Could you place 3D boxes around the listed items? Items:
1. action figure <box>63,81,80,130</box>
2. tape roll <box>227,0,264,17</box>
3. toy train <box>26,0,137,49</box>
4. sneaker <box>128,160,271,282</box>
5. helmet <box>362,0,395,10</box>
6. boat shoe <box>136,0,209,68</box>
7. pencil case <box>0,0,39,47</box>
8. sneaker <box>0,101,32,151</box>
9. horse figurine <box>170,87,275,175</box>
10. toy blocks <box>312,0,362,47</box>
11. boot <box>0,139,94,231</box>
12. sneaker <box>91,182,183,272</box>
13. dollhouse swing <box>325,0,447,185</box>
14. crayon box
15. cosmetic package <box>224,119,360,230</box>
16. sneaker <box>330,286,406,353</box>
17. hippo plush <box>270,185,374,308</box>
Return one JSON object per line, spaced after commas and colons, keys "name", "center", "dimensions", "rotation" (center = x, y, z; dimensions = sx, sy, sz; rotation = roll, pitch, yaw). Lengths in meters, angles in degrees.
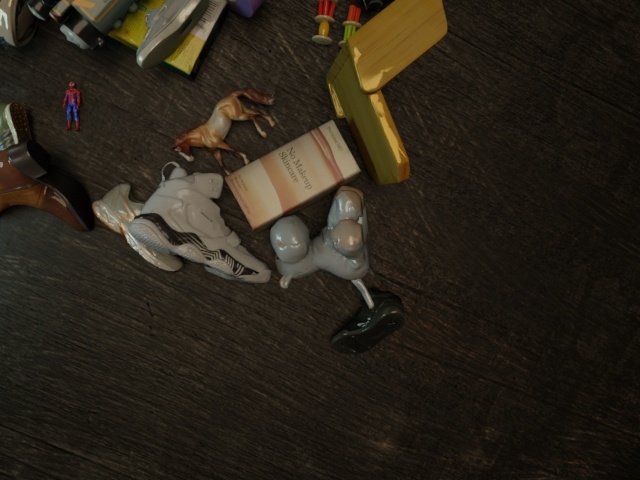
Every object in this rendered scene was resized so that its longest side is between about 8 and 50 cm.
{"name": "action figure", "center": [-0.601, -0.326, 1.254], "dimensions": [0.038, 0.030, 0.115], "rotation": [1, 92, -2]}
{"name": "tape roll", "center": [-0.229, -0.636, 1.154], "dimensions": [0.274, 0.275, 0.090], "rotation": [40, 90, -8]}
{"name": "toy train", "center": [-0.469, -0.578, 1.121], "dimensions": [0.190, 0.142, 0.334], "rotation": [42, 88, -18]}
{"name": "sneaker", "center": [-0.253, -0.036, 1.252], "dimensions": [0.365, 0.137, 0.211], "rotation": [26, 75, -28]}
{"name": "helmet", "center": [0.161, -0.661, 1.269], "dimensions": [0.161, 0.169, 0.170], "rotation": [-23, 97, 12]}
{"name": "boat shoe", "center": [-0.350, -0.491, 1.173], "dimensions": [0.081, 0.079, 0.228], "rotation": [38, 83, 1]}
{"name": "pencil case", "center": [-0.834, -0.557, 1.140], "dimensions": [0.409, 0.160, 0.184], "rotation": [12, 104, -8]}
{"name": "sneaker", "center": [-0.740, -0.230, 1.231], "dimensions": [0.086, 0.064, 0.192], "rotation": [3, 105, 15]}
{"name": "horse figurine", "center": [-0.226, -0.280, 1.288], "dimensions": [0.174, 0.066, 0.263], "rotation": [36, 91, -14]}
{"name": "toy blocks", "center": [0.049, -0.570, 1.307], "dimensions": [0.123, 0.054, 0.148], "rotation": [8, 93, -7]}
{"name": "boot", "center": [-0.715, -0.079, 1.212], "dimensions": [0.280, 0.096, 0.264], "rotation": [-21, 138, 9]}
{"name": "sneaker", "center": [-0.423, -0.034, 1.266], "dimensions": [0.262, 0.099, 0.121], "rotation": [44, 84, -9]}
{"name": "dollhouse swing", "center": [0.187, -0.341, 1.192], "dimensions": [0.315, 0.347, 0.305], "rotation": [-39, 97, -3]}
{"name": "crayon box", "center": [-0.406, -0.553, 1.235], "dimensions": [0.318, 0.081, 0.202], "rotation": [28, 90, -9]}
{"name": "cosmetic package", "center": [-0.067, -0.153, 1.278], "dimensions": [0.296, 0.129, 0.153], "rotation": [-30, 89, -5]}
{"name": "sneaker", "center": [0.125, 0.210, 1.365], "dimensions": [0.087, 0.130, 0.227], "rotation": [40, 118, -20]}
{"name": "hippo plush", "center": [0.000, 0.000, 1.296], "dimensions": [0.236, 0.235, 0.294], "rotation": [-5, 138, 10]}
